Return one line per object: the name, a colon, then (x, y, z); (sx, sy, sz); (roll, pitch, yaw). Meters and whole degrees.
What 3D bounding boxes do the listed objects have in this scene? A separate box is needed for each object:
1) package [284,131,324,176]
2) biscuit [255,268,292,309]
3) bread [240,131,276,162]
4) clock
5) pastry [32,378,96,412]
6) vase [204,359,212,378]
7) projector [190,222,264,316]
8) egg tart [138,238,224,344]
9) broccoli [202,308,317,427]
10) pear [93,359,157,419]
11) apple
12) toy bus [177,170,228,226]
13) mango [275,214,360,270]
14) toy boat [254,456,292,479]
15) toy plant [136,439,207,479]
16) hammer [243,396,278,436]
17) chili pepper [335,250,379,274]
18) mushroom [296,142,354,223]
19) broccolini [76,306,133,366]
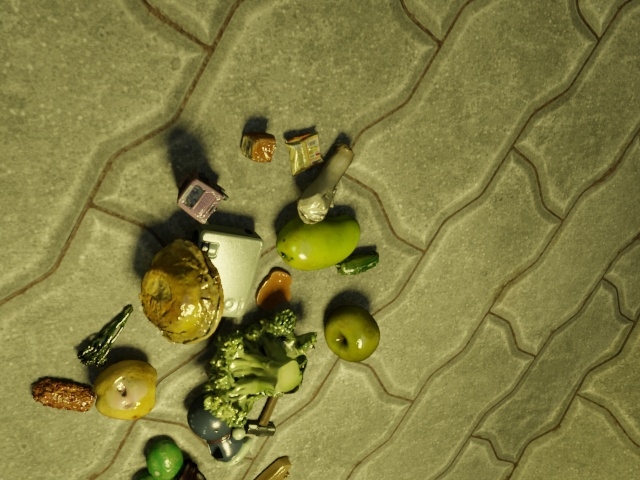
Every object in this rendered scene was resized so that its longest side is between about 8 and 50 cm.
package: (-0.045, -0.255, 1.358); (0.108, 0.031, 0.120); (-23, 127, -15)
biscuit: (-0.143, 0.163, 1.491); (0.118, 0.023, 0.140); (39, 91, -33)
bread: (-0.169, -0.257, 1.266); (0.070, 0.083, 0.076); (0, 115, -36)
clock: (-0.325, 0.600, 1.496); (0.146, 0.200, 0.243); (-42, 117, -43)
pastry: (-0.719, 0.442, 1.306); (0.170, 0.063, 0.087); (23, 102, -32)
vase: (-0.335, 0.436, 1.497); (0.053, 0.053, 0.100); (-21, 123, -17)
projector: (-0.293, 0.084, 1.342); (0.192, 0.099, 0.256); (9, 107, -30)
egg tart: (-0.381, 0.141, 1.216); (0.116, 0.295, 0.294); (-6, 117, -56)
broccoli: (-0.175, 0.377, 1.426); (0.338, 0.318, 0.277); (-26, 98, -61)
pear: (-0.553, 0.424, 1.320); (0.178, 0.178, 0.177); (-10, 115, -22)
apple: (0.110, 0.315, 1.585); (0.157, 0.197, 0.196); (-22, 122, -42)
toy bus: (-0.311, -0.115, 1.193); (0.108, 0.199, 0.096); (36, 92, -21)
mango: (0.000, 0.000, 1.427); (0.293, 0.143, 0.175); (-14, 99, -32)
toy boat: (-0.188, 0.909, 1.766); (0.200, 0.057, 0.077); (-41, 129, -5)
toy plant: (-0.487, 0.779, 1.510); (0.235, 0.175, 0.218); (35, 100, -7)
hammer: (-0.155, 0.528, 1.635); (0.111, 0.043, 0.365); (18, 100, -29)
chili pepper: (0.105, 0.083, 1.555); (0.204, 0.073, 0.072); (-9, 128, -21)
mushroom: (0.017, -0.170, 1.369); (0.099, 0.096, 0.277); (27, 70, 7)
broccolini: (-0.597, 0.268, 1.314); (0.201, 0.058, 0.074); (-56, 138, -14)
